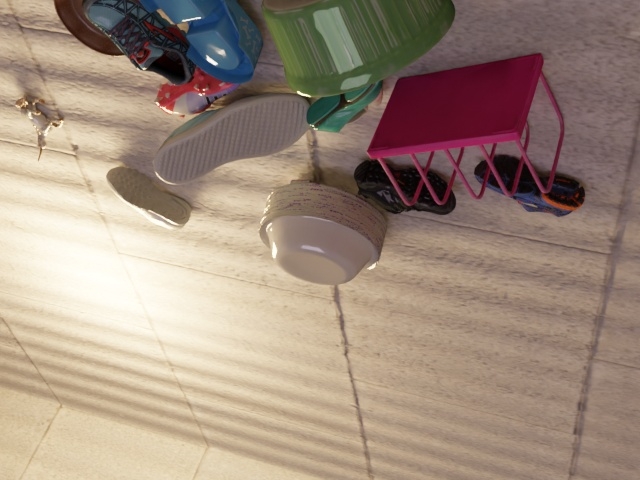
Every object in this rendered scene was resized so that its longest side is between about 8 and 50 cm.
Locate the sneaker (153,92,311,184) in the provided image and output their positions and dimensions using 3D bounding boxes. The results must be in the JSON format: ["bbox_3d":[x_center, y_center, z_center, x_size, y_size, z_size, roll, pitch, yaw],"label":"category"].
[{"bbox_3d":[-0.187,-0.246,1.994,0.366,0.150,0.135,-17,122,14],"label":"sneaker"}]

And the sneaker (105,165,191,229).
[{"bbox_3d":[-0.445,-0.098,2.364,0.235,0.090,0.095,35,153,-13],"label":"sneaker"}]

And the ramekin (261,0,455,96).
[{"bbox_3d":[0.052,-0.380,1.521,0.303,0.303,0.148,-5,129,35],"label":"ramekin"}]

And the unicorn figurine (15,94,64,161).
[{"bbox_3d":[-0.685,-0.287,2.287,0.111,0.060,0.162,-11,116,41],"label":"unicorn figurine"}]

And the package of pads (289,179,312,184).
[{"bbox_3d":[-0.036,-0.105,2.153,0.050,0.032,0.083,4,141,26],"label":"package of pads"}]

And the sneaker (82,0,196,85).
[{"bbox_3d":[-0.346,-0.397,1.831,0.262,0.125,0.104,28,124,-31],"label":"sneaker"}]

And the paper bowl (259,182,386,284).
[{"bbox_3d":[0.000,0.000,2.124,0.284,0.148,0.284,12,154,6],"label":"paper bowl"}]

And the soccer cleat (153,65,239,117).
[{"bbox_3d":[-0.245,-0.316,1.973,0.248,0.083,0.095,-11,154,37],"label":"soccer cleat"}]

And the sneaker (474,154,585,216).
[{"bbox_3d":[0.409,-0.097,1.863,0.221,0.083,0.087,23,153,8],"label":"sneaker"}]

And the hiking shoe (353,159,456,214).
[{"bbox_3d":[0.184,-0.101,2.002,0.227,0.086,0.114,21,158,16],"label":"hiking shoe"}]

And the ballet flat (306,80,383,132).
[{"bbox_3d":[0.070,-0.284,1.831,0.087,0.083,0.247,10,154,-32],"label":"ballet flat"}]

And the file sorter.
[{"bbox_3d":[0.276,-0.187,1.715,0.291,0.202,0.182,-4,138,34],"label":"file sorter"}]

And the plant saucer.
[{"bbox_3d":[-0.451,-0.467,1.922,0.199,0.036,0.198,15,144,12],"label":"plant saucer"}]

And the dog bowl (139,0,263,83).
[{"bbox_3d":[-0.223,-0.427,1.778,0.166,0.074,0.297,3,144,46],"label":"dog bowl"}]
